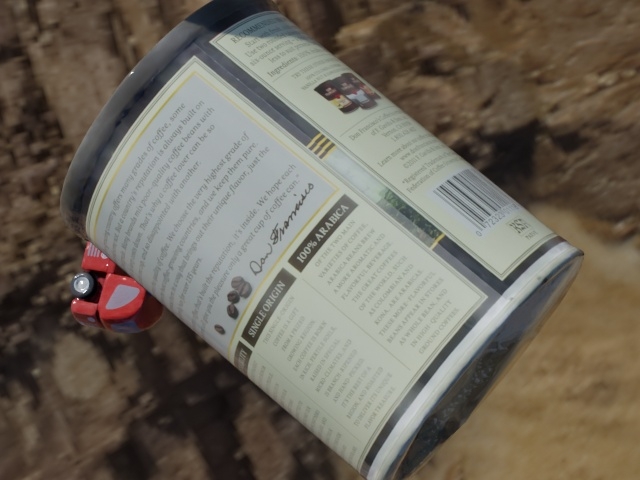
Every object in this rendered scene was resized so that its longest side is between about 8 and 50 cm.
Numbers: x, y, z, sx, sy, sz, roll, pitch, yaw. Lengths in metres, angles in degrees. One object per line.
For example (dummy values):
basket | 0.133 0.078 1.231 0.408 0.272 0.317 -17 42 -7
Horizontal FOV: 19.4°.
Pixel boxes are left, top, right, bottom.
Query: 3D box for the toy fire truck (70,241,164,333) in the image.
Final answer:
toy fire truck | -0.101 -0.019 1.394 0.135 0.047 0.192 9 77 19

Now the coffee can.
coffee can | 0.000 0.000 1.201 0.275 0.201 0.201 40 116 13
